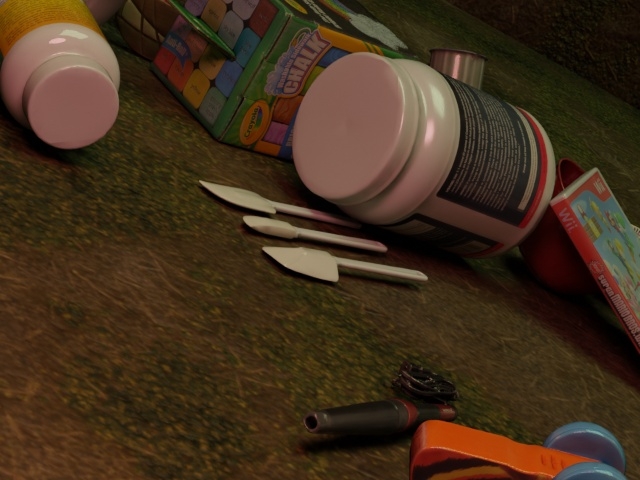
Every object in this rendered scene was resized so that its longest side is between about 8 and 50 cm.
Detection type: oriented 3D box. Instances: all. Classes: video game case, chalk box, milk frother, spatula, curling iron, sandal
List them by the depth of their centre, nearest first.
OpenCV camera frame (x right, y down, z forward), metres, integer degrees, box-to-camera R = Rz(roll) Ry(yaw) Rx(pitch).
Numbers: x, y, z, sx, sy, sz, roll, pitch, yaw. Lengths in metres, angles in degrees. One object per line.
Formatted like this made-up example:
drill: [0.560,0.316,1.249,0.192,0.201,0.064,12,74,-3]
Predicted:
curling iron: [0.051,0.145,1.454,0.068,0.035,0.274,33,16,21]
spatula: [0.000,0.000,1.798,0.242,0.019,0.168,12,20,-48]
chalk box: [-0.066,-0.215,2.007,0.289,0.179,0.180,13,26,-42]
video game case: [0.374,0.054,2.028,0.285,0.025,0.204,59,23,0]
sandal: [-0.178,-0.248,2.096,0.180,0.072,0.049,21,5,-33]
milk frother: [0.150,-0.203,2.390,0.129,0.134,0.143,5,-5,38]

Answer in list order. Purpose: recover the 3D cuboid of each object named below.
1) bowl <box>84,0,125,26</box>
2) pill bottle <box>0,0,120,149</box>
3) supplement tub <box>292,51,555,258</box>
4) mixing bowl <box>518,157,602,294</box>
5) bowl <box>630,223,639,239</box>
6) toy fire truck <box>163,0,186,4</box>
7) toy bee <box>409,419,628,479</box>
bowl: [-0.342,-0.303,1.858,0.298,0.134,0.298,27,18,-10]
pill bottle: [-0.262,-0.173,1.663,0.118,0.117,0.208,20,20,-31]
supplement tub: [0.120,-0.095,1.940,0.272,0.191,0.191,19,21,-44]
mixing bowl: [0.306,-0.002,2.116,0.181,0.098,0.181,46,26,-30]
bowl: [0.420,0.047,2.249,0.170,0.080,0.170,29,17,-10]
toy fire truck: [-0.192,-0.322,2.205,0.135,0.047,0.192,-2,24,-7]
toy bee: [0.212,0.236,1.335,0.298,0.162,0.195,11,19,22]
